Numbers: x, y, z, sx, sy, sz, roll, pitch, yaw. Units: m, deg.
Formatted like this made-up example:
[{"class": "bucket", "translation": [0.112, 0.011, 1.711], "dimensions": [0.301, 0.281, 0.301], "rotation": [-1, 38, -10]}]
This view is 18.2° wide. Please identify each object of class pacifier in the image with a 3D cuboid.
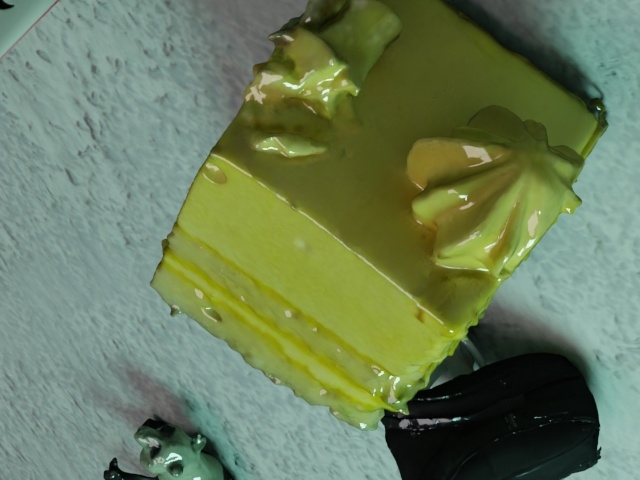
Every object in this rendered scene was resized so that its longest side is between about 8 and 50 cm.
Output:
[{"class": "pacifier", "translation": [0.091, 0.106, 1.614], "dimensions": [0.081, 0.078, 0.099], "rotation": [2, 130, 51]}]

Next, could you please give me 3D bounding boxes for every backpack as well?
[{"class": "backpack", "translation": [0.137, 0.159, 1.562], "dimensions": [0.106, 0.165, 0.120], "rotation": [81, 173, -53]}]

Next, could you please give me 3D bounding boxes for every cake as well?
[{"class": "cake", "translation": [0.048, -0.042, 1.360], "dimensions": [0.227, 0.222, 0.286], "rotation": [34, 146, 4]}]

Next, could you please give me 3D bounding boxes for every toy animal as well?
[{"class": "toy animal", "translation": [-0.136, 0.255, 1.993], "dimensions": [0.121, 0.094, 0.225], "rotation": [13, 137, 32]}]

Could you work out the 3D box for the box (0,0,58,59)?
[{"class": "box", "translation": [-0.312, -0.288, 1.344], "dimensions": [0.312, 0.300, 0.314], "rotation": [33, 146, 8]}]
